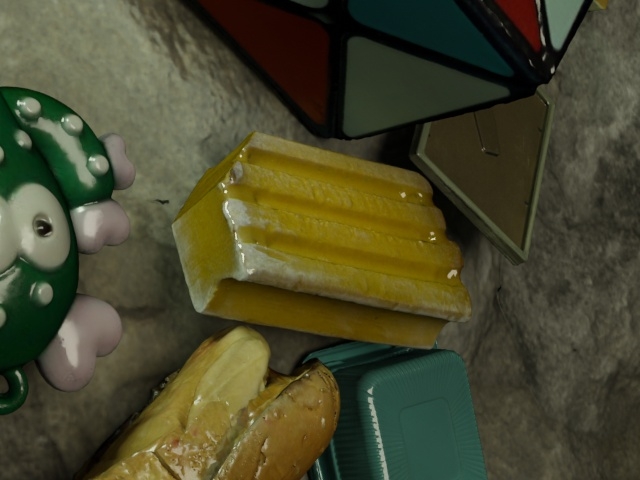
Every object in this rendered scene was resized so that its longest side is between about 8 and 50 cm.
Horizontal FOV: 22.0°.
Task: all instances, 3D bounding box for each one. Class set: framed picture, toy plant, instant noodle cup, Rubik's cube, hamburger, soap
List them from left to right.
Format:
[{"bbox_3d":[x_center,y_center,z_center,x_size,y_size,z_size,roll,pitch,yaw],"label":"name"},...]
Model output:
[{"bbox_3d":[-0.223,-0.007,1.049,0.232,0.112,0.243,19,64,-33],"label":"toy plant"},{"bbox_3d":[-0.074,0.157,1.140,0.124,0.131,0.262,48,53,-9],"label":"hamburger"},{"bbox_3d":[0.000,0.000,1.245,0.232,0.073,0.140,12,47,-40],"label":"soap"},{"bbox_3d":[0.059,-0.252,1.254,0.250,0.246,0.248,45,56,-27],"label":"Rubik's cube"},{"bbox_3d":[0.065,0.163,1.304,0.157,0.070,0.179,-11,91,-41],"label":"instant noodle cup"},{"bbox_3d":[0.142,-0.096,1.421,0.150,0.015,0.203,43,42,-28],"label":"framed picture"}]

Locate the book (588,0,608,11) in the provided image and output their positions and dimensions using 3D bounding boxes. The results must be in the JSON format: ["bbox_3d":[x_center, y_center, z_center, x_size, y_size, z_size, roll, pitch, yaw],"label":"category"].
[{"bbox_3d":[0.173,-0.425,1.531,0.389,0.032,0.269,35,62,-31],"label":"book"}]
